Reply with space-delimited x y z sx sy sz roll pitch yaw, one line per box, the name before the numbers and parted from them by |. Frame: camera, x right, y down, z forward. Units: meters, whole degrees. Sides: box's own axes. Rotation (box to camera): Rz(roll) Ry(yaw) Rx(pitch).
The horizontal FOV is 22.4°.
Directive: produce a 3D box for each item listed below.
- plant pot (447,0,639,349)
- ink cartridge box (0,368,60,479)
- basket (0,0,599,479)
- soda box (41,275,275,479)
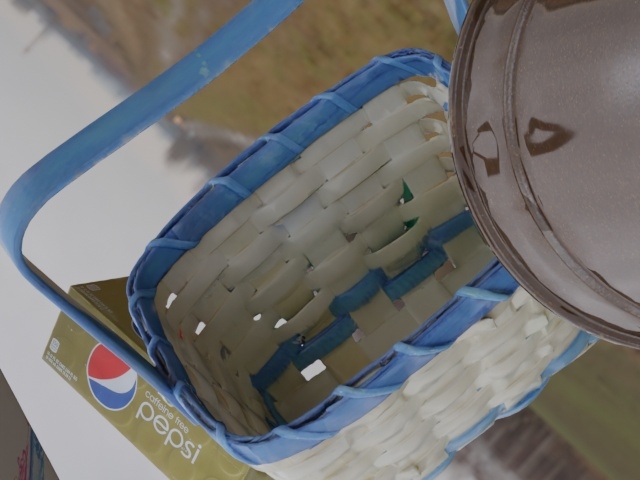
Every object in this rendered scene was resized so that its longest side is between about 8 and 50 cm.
plant pot | 0.137 -0.043 0.476 0.167 0.167 0.165 43 175 -8
ink cartridge box | -0.098 0.061 0.305 0.052 0.089 0.122 -85 -24 -57
basket | 0.000 0.000 0.841 0.201 0.255 0.289 48 174 43
soda box | -0.093 0.099 1.029 0.181 0.061 0.058 38 -154 28
